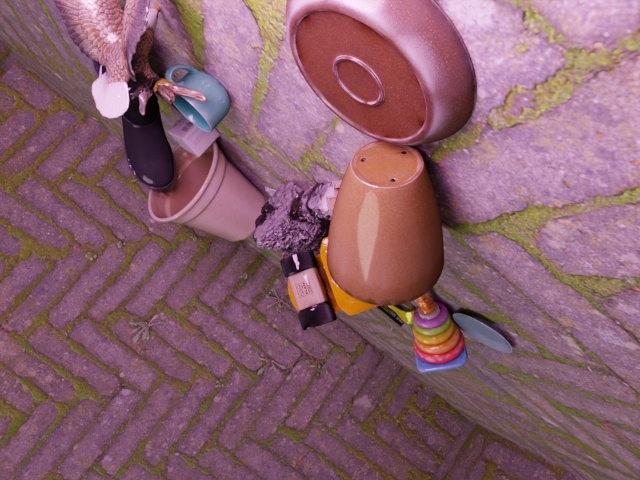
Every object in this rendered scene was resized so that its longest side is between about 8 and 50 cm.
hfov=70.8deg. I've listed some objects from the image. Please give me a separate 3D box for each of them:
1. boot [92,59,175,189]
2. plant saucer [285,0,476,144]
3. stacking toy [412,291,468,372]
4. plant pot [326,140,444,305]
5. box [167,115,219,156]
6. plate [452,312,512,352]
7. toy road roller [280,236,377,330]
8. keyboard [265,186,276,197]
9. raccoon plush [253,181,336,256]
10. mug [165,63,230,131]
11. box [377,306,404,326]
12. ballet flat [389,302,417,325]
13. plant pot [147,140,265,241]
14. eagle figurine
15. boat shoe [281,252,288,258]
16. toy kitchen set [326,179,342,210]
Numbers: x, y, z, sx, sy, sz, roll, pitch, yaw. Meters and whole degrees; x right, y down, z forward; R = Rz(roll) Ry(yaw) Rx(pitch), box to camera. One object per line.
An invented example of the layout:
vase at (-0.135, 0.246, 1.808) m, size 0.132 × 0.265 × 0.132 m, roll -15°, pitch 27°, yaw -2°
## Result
boot at (-0.508, -0.350, 1.266) m, size 0.445 × 0.146 × 0.367 m, roll 169°, pitch 83°, yaw -71°
plant saucer at (0.064, -0.237, 0.633) m, size 0.311 × 0.050 × 0.310 m, roll 36°, pitch 168°, yaw 9°
stacking toy at (0.344, 0.250, 1.398) m, size 0.175 × 0.166 × 0.302 m, roll -85°, pitch -24°, yaw -55°
plant pot at (0.117, -0.049, 0.824) m, size 0.237 × 0.237 × 0.254 m, roll 31°, pitch 150°, yaw 28°
box at (-0.392, -0.332, 1.395) m, size 0.102 × 0.101 × 0.087 m, roll 29°, pitch 165°, yaw 39°
plate at (0.475, 0.262, 1.314) m, size 0.188 × 0.024 × 0.188 m, roll 35°, pitch 166°, yaw 10°
toy road roller at (0.069, 0.096, 1.213) m, size 0.240 × 0.330 × 0.202 m, roll 14°, pitch -125°, yaw -74°
keyboard at (-0.106, -0.104, 1.631) m, size 0.072 × 0.014 × 0.256 m, roll 16°, pitch 155°, yaw 47°
raccoon plush at (0.000, 0.000, 1.319) m, size 0.299 × 0.216 × 0.446 m, roll 36°, pitch 169°, yaw -28°
mug at (-0.281, -0.344, 1.068) m, size 0.129 × 0.097 × 0.158 m, roll 37°, pitch 166°, yaw 7°
box at (0.237, 0.246, 1.768) m, size 0.184 × 0.045 × 0.191 m, roll 42°, pitch 180°, yaw -7°
ballet flat at (0.261, 0.203, 1.573) m, size 0.231 × 0.077 × 0.077 m, roll 41°, pitch 149°, yaw 44°
plant pot at (-0.372, -0.154, 1.587) m, size 0.334 × 0.333 × 0.305 m, roll 25°, pitch 174°, yaw 45°
eagle figurine at (-0.374, -0.407, 0.867) m, size 0.298 × 0.226 × 0.225 m, roll 82°, pitch 175°, yaw -63°
boat shoe at (-0.045, 0.100, 1.632) m, size 0.098 × 0.109 × 0.302 m, roll 42°, pitch 169°, yaw -32°
toy kitchen set at (0.062, -0.111, 1.041) m, size 0.075 × 0.083 × 0.068 m, roll 174°, pitch 86°, yaw -71°
